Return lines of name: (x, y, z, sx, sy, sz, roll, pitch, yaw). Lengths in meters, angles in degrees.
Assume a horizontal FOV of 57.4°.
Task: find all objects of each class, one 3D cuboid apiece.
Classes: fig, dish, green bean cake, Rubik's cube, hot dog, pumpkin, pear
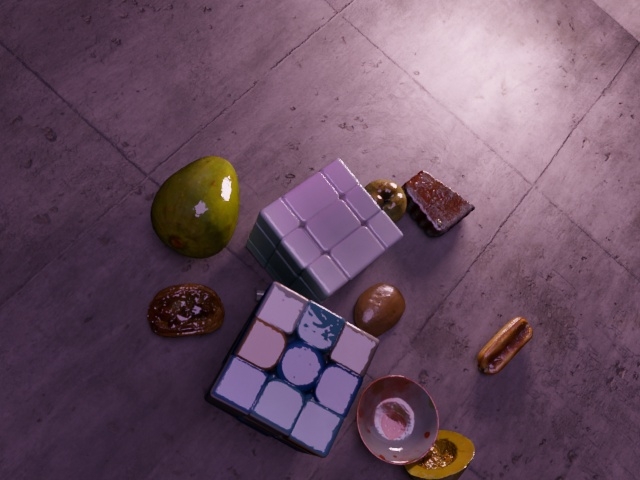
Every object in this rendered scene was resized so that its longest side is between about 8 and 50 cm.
fig: (-0.366, -0.114, 1.781, 0.258, 0.258, 0.326, 21, 62, -7)
dish: (0.228, 0.553, 1.801, 0.260, 0.085, 0.260, 4, 66, -9)
green bean cake: (0.403, -0.139, 2.069, 0.198, 0.097, 0.232, -40, 86, -21)
Rubik's cube: (-0.092, 0.368, 1.642, 0.344, 0.347, 0.346, 29, 67, -3)
hot dog: (-0.401, 0.213, 1.747, 0.227, 0.099, 0.160, -10, 75, -15)
pumpkin: (0.354, 0.676, 1.756, 0.217, 0.217, 0.110, -16, 108, -19)
pear: (0.213, -0.128, 1.994, 0.167, 0.136, 0.167, 3, 77, -11)
hot dog: (0.622, 0.355, 1.982, 0.249, 0.068, 0.100, -37, 98, -20)
Rubik's cube: (0.000, 0.000, 1.800, 0.319, 0.322, 0.316, -37, 83, -23)

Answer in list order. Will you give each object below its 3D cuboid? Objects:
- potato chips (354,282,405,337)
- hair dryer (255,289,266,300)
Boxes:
potato chips: (0.198, 0.223, 1.926, 0.202, 0.049, 0.150, -32, 88, -28)
hair dryer: (-0.165, 0.174, 1.805, 0.063, 0.124, 0.038, 7, 85, -11)
